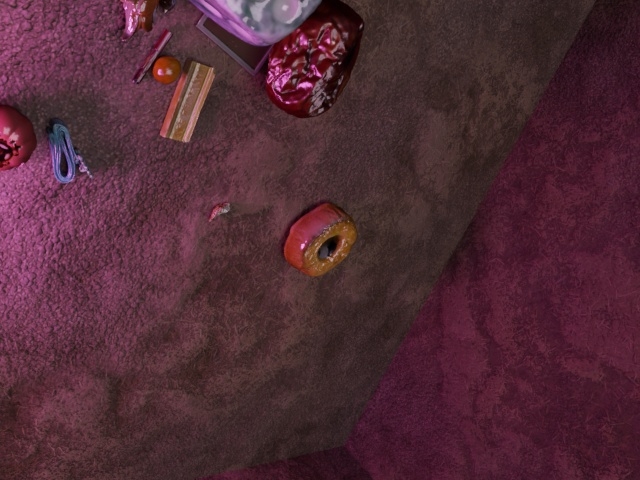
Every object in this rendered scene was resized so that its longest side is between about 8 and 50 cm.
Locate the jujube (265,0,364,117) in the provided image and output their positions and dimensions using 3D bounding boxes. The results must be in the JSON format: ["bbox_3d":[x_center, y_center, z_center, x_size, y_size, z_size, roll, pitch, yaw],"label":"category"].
[{"bbox_3d":[-0.021,-0.577,1.855,0.276,0.276,0.377,22,109,-50],"label":"jujube"}]

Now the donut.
[{"bbox_3d":[0.000,0.000,2.424,0.299,0.150,0.317,12,111,-45],"label":"donut"}]

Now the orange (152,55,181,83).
[{"bbox_3d":[-0.441,-0.491,1.679,0.085,0.085,0.085,-25,134,-29],"label":"orange"}]

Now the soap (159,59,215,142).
[{"bbox_3d":[-0.406,-0.425,1.791,0.092,0.037,0.252,8,113,-48],"label":"soap"}]

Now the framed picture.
[{"bbox_3d":[-0.230,-0.664,1.791,0.216,0.016,0.273,-53,141,3],"label":"framed picture"}]

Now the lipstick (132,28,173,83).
[{"bbox_3d":[-0.477,-0.519,1.658,0.176,0.027,0.027,-54,141,6],"label":"lipstick"}]

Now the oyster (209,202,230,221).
[{"bbox_3d":[-0.363,-0.104,2.085,0.093,0.034,0.051,-36,156,-35],"label":"oyster"}]

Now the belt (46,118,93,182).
[{"bbox_3d":[-0.701,-0.250,1.623,0.100,0.065,0.179,-15,130,-24],"label":"belt"}]

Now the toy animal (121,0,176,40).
[{"bbox_3d":[-0.469,-0.612,1.556,0.179,0.089,0.188,0,115,-61],"label":"toy animal"}]

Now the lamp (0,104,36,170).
[{"bbox_3d":[-0.809,-0.263,1.458,0.182,0.140,0.182,-14,136,-14],"label":"lamp"}]

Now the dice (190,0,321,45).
[{"bbox_3d":[-0.189,-0.730,1.506,0.328,0.348,0.330,32,93,-45],"label":"dice"}]
